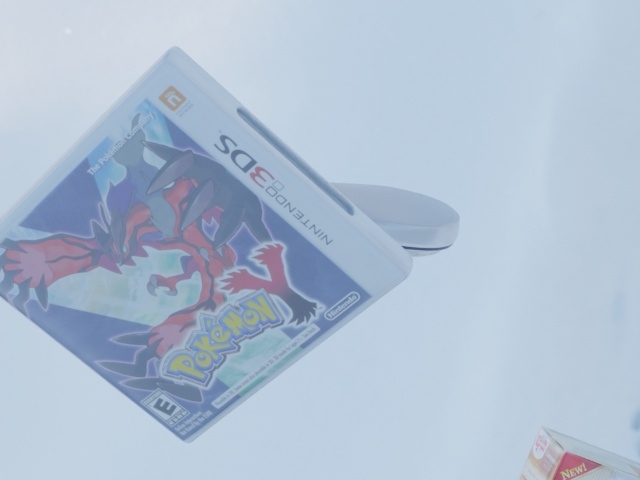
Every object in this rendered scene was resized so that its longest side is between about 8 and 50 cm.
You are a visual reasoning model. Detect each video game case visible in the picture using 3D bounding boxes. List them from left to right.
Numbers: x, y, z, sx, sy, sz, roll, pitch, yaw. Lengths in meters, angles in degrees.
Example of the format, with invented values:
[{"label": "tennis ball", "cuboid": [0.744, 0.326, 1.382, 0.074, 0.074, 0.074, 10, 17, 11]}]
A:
[{"label": "video game case", "cuboid": [-0.080, 0.013, 0.777, 0.201, 0.183, 0.023, -39, 19, 30]}]

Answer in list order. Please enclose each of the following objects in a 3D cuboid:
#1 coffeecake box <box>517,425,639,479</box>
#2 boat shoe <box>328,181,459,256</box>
[{"label": "coffeecake box", "cuboid": [0.199, 0.253, 1.002, 0.068, 0.142, 0.186, -129, 61, -79]}, {"label": "boat shoe", "cuboid": [0.000, 0.000, 1.280, 0.267, 0.096, 0.088, 3, 113, 12]}]
